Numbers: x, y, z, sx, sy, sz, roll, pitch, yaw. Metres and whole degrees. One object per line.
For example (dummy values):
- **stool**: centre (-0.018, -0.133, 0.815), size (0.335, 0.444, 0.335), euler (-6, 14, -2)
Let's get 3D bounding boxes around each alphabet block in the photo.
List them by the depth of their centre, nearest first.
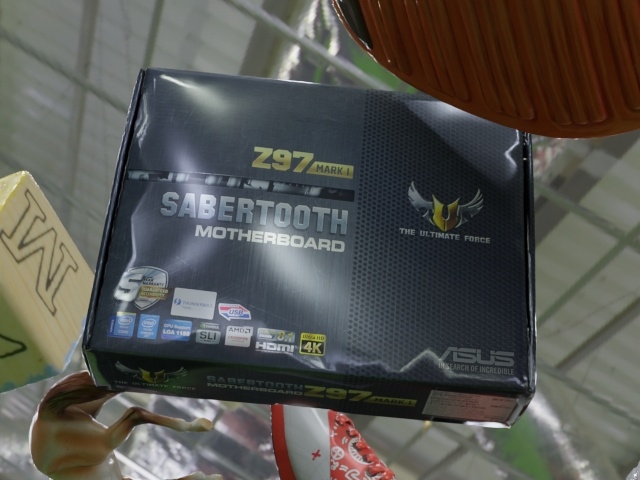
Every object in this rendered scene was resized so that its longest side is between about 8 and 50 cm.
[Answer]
- **alphabet block**: centre (-0.417, 0.061, 1.301), size (0.192, 0.193, 0.197), euler (-18, -62, 14)

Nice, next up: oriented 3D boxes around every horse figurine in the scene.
- **horse figurine**: centre (-0.171, 0.178, 0.857), size (0.175, 0.066, 0.263), euler (-9, -47, -8)

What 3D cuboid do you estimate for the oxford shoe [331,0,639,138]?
- **oxford shoe**: centre (0.169, -0.133, 0.501), size (0.364, 0.132, 0.130), euler (10, -47, 35)

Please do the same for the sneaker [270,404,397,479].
- **sneaker**: centre (0.044, 0.212, 0.885), size (0.145, 0.270, 0.090), euler (-14, -29, 10)

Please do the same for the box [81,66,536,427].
- **box**: centre (0.000, 0.000, 0.587), size (0.233, 0.183, 0.059), euler (7, -30, -1)

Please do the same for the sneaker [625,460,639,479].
- **sneaker**: centre (0.405, 0.371, 1.203), size (0.180, 0.124, 0.321), euler (32, -64, 14)
